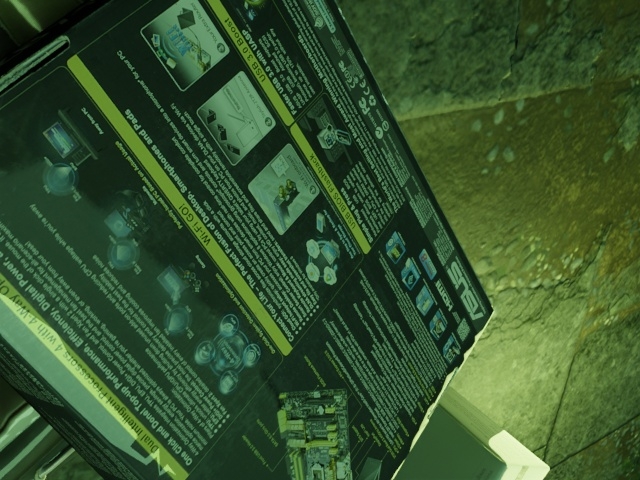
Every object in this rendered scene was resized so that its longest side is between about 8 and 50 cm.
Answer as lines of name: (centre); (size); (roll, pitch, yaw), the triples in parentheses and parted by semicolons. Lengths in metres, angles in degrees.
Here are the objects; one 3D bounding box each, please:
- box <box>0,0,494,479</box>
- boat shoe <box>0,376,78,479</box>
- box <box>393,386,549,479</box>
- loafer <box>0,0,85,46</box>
box: (-0.047, 0.018, 0.497); (0.318, 0.097, 0.394); (-52, 124, -32)
boat shoe: (-0.284, 0.203, 0.553); (0.335, 0.112, 0.095); (-43, 130, -15)
box: (0.151, 0.300, 0.911); (0.119, 0.182, 0.180); (21, 102, -45)
loafer: (-0.161, -0.128, 0.488); (0.056, 0.050, 0.148); (-50, 135, -3)
